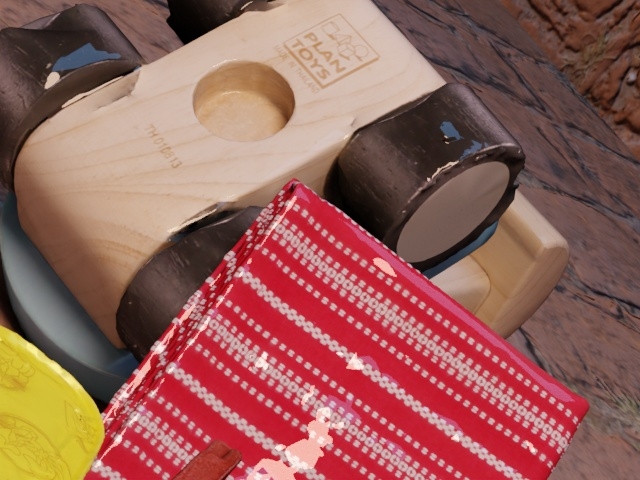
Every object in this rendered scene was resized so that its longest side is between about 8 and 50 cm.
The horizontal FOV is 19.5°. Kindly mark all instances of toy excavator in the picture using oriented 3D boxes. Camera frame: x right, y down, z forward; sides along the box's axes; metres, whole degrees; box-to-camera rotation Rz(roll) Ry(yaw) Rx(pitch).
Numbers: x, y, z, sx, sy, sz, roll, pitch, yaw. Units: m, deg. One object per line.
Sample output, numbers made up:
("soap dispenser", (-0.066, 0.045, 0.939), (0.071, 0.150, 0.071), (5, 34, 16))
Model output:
("toy excavator", (0.000, 0.000, 1.207), (0.433, 0.445, 0.222), (-31, 65, -23))

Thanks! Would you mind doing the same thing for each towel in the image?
("towel", (-0.013, 0.125, 0.880), (0.199, 0.275, 0.031), (39, -24, -4))

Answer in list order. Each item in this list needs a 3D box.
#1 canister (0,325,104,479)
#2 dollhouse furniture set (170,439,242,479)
("canister", (-0.162, 0.122, 0.661), (0.073, 0.170, 0.126), (39, 18, -4))
("dollhouse furniture set", (-0.085, 0.251, 0.621), (0.201, 0.152, 0.374), (43, 36, 6))
